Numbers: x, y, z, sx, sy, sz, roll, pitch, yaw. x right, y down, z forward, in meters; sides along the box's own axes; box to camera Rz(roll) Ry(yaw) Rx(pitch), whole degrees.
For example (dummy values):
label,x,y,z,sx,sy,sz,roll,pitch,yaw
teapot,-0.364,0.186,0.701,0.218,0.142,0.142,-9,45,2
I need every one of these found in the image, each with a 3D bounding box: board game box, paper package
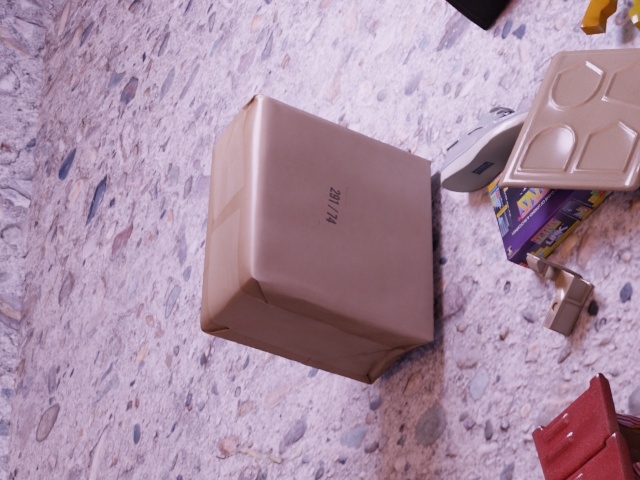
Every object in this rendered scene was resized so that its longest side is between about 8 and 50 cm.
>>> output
label,x,y,z,sx,sy,sz,roll,pitch,yaw
board game box,0.297,-0.069,2.039,0.170,0.048,0.141,-49,32,33
paper package,0.000,0.000,2.241,0.168,0.309,0.325,-43,36,47

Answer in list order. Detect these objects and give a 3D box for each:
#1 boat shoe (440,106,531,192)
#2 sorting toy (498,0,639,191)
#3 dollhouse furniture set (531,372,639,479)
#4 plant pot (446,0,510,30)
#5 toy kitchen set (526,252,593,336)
label,x,y,z,sx,sy,sz,roll,pitch,yaw
boat shoe,0.239,-0.143,2.161,0.227,0.079,0.081,-35,47,51
sorting toy,0.365,-0.189,1.974,0.229,0.041,0.307,1,58,47
dollhouse furniture set,0.406,0.174,1.510,0.374,0.201,0.152,-47,34,36
plant pot,0.214,-0.463,2.335,0.187,0.167,0.188,-52,31,28
toy kitchen set,0.279,0.064,1.956,0.075,0.068,0.083,-66,27,6
